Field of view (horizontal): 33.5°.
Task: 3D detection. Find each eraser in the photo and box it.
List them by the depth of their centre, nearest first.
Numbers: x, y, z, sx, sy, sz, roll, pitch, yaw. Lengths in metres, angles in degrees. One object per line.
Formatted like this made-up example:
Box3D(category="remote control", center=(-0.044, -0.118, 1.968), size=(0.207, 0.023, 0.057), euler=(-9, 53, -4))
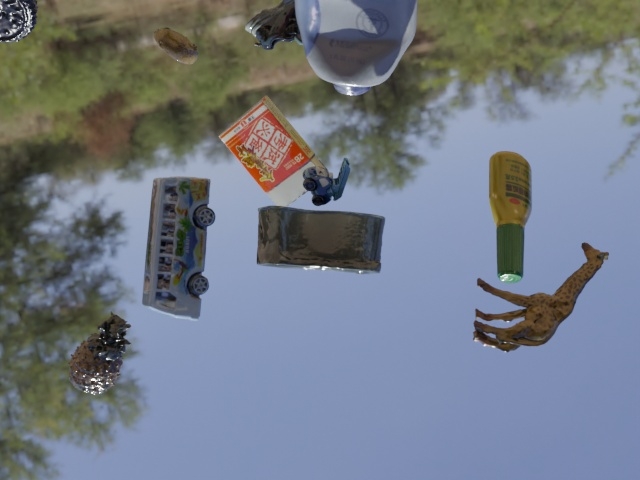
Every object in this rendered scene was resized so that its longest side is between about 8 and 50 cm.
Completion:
Box3D(category="eraser", center=(-0.107, -0.199, 2.445), size=(0.157, 0.230, 0.038), euler=(-35, -170, 34))

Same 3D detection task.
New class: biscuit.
Box3D(category="biscuit", center=(-0.573, -0.413, 1.805), size=(0.195, 0.194, 0.053), euler=(-8, -127, 24))

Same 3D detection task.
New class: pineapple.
Box3D(category="pineapple", center=(-0.427, 0.215, 2.080), size=(0.108, 0.108, 0.197), euler=(-25, 154, -48))

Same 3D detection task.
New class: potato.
Box3D(category="potato", center=(-0.269, -0.363, 1.991), size=(0.037, 0.093, 0.036), euler=(-41, -154, 37))

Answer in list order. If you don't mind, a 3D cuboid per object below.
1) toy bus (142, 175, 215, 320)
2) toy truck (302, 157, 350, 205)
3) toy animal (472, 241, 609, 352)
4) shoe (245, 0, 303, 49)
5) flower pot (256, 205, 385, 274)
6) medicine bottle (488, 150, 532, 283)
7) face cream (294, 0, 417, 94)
Box3D(category="toy bus", center=(-0.326, 0.016, 2.430), size=(0.136, 0.329, 0.109), euler=(5, 180, -26))
Box3D(category="toy truck", center=(0.016, -0.109, 1.900), size=(0.090, 0.073, 0.056), euler=(-26, -152, 10))
Box3D(category="toy animal", center=(0.378, 0.101, 1.801), size=(0.276, 0.149, 0.054), euler=(-21, 147, -1))
Box3D(category="shoe", center=(-0.057, -0.422, 2.076), size=(0.169, 0.099, 0.071), euler=(-28, 179, 10))
Box3D(category="flower pot", center=(0.000, 0.000, 1.904), size=(0.229, 0.108, 0.103), euler=(4, 175, -13))
Box3D(category="medicine bottle", center=(0.353, -0.043, 1.973), size=(0.095, 0.260, 0.064), euler=(23, 148, -28))
Box3D(category="face cream", center=(0.063, -0.432, 1.837), size=(0.235, 0.420, 0.137), euler=(12, -133, 10))
